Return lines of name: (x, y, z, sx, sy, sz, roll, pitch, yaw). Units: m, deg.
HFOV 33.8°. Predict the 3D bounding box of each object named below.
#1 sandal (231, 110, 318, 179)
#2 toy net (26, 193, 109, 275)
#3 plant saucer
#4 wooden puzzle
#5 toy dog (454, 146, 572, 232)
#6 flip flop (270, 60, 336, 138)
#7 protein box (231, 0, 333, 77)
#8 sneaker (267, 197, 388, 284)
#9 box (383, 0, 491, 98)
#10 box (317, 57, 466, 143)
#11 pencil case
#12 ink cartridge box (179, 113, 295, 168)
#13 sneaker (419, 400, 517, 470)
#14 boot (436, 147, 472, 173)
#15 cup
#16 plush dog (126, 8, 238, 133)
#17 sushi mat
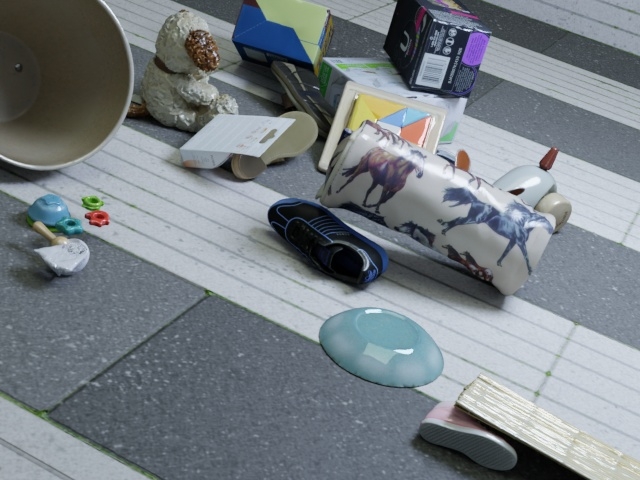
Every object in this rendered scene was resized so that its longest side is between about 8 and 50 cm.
sandal: (-0.108, -0.187, 2.057, 0.079, 0.088, 0.240, -3, 25, 41)
toy net: (-0.383, -0.002, 1.611, 0.122, 0.045, 0.232, 6, 30, -20)
plant saucer: (0.096, 0.147, 1.579, 0.195, 0.037, 0.195, 11, 28, -6)
wooden puzzle: (0.130, -0.211, 2.140, 0.221, 0.044, 0.238, 17, 62, 3)
toy dog: (0.359, -0.106, 2.049, 0.220, 0.161, 0.334, 30, 31, 28)
flip flop: (-0.041, -0.307, 2.326, 0.112, 0.080, 0.277, 3, 43, -39)
protein box: (-0.085, -0.482, 2.472, 0.200, 0.136, 0.201, 17, -2, 4)
sneaker: (0.000, 0.000, 1.755, 0.232, 0.081, 0.090, 26, 22, 18)
box: (0.256, -0.452, 2.372, 0.143, 0.165, 0.270, 9, 26, -17)
box: (0.155, -0.318, 2.382, 0.262, 0.126, 0.231, -7, 35, -37)
pencil case: (0.200, -0.051, 1.794, 0.410, 0.183, 0.160, 27, 68, -7)
ink cartridge box: (-0.152, -0.184, 1.971, 0.179, 0.045, 0.145, 9, 39, 28)
sneaker: (0.206, 0.255, 1.413, 0.134, 0.051, 0.070, 19, 32, 17)
boot: (0.214, -0.159, 2.193, 0.190, 0.069, 0.086, 20, 34, 27)
cup: (-0.529, -0.290, 1.835, 0.331, 0.331, 0.237, -8, 9, -37)
plush dog: (-0.282, -0.349, 2.108, 0.211, 0.225, 0.262, -1, 32, -29)
sushi mat: (0.334, 0.275, 1.420, 0.317, 0.019, 0.151, 28, 19, 14)
